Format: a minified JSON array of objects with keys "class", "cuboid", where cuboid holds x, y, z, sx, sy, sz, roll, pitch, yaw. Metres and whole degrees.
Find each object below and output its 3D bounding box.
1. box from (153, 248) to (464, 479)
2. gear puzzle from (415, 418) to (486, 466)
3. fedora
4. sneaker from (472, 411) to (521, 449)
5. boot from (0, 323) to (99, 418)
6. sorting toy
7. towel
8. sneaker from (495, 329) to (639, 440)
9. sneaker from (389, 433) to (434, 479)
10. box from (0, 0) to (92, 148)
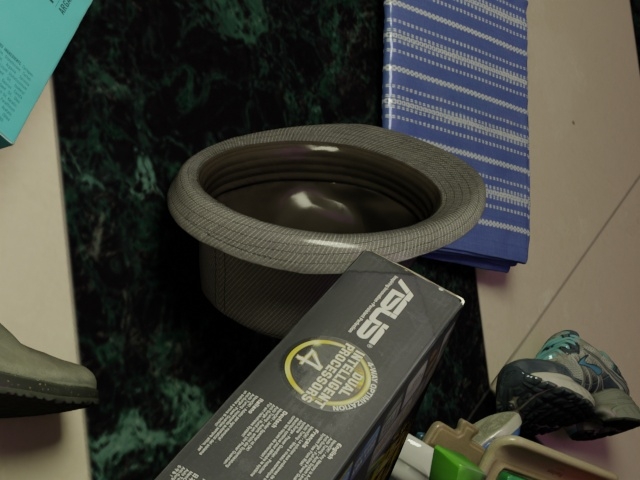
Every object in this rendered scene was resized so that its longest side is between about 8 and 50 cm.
[{"class":"box","cuboid":[-0.059,0.231,0.748,0.395,0.097,0.318,-45,156,-46]},{"class":"gear puzzle","cuboid":[0.177,0.302,1.144,0.339,0.044,0.175,34,87,-34]},{"class":"fedora","cuboid":[0.000,0.000,0.942,0.275,0.244,0.124,-23,130,-47]},{"class":"sneaker","cuboid":[0.182,0.255,1.209,0.152,0.058,0.084,-36,105,-45]},{"class":"boot","cuboid":[-0.238,0.025,0.721,0.246,0.083,0.161,24,58,-48]},{"class":"sorting toy","cuboid":[0.172,0.273,0.955,0.348,0.047,0.196,26,95,-41]},{"class":"towel","cuboid":[0.151,-0.140,1.249,0.243,0.040,0.336,9,78,-41]},{"class":"sneaker","cuboid":[0.286,0.169,1.350,0.283,0.110,0.122,23,47,-50]},{"class":"sneaker","cuboid":[0.098,0.294,1.003,0.169,0.108,0.292,-50,124,-11]},{"class":"box","cuboid":[-0.214,-0.168,0.772,0.060,0.100,0.244,47,49,-37]}]
